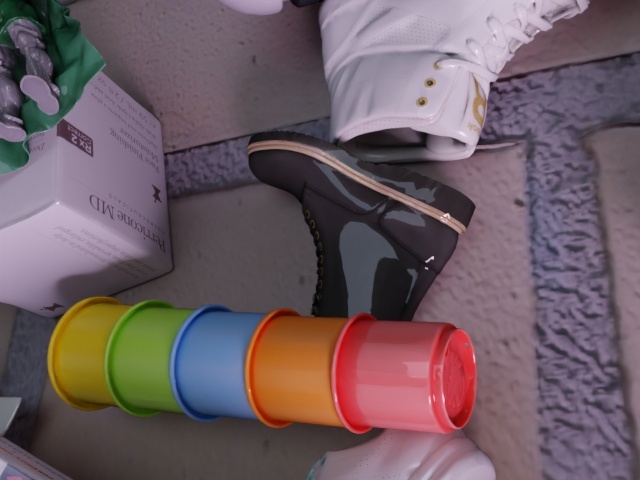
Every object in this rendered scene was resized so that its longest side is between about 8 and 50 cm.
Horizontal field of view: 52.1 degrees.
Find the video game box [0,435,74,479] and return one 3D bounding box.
[{"bbox_3d":[-0.240,0.249,0.443,0.187,0.048,0.205,22,79,19],"label":"video game box"}]

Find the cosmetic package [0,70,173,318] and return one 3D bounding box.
[{"bbox_3d":[-0.245,-0.051,0.601,0.152,0.151,0.183,-22,60,16],"label":"cosmetic package"}]

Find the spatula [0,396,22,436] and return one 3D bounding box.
[{"bbox_3d":[-0.374,0.223,0.594,0.242,0.019,0.168,-9,58,33],"label":"spatula"}]

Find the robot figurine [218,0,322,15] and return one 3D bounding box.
[{"bbox_3d":[0.008,-0.301,0.550,0.278,0.209,0.173,-20,62,-3],"label":"robot figurine"}]

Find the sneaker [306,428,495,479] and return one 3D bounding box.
[{"bbox_3d":[0.008,0.188,0.420,0.212,0.080,0.094,-42,44,-4],"label":"sneaker"}]

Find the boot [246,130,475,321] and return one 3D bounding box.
[{"bbox_3d":[0.000,0.000,0.504,0.198,0.077,0.137,21,84,34],"label":"boot"}]

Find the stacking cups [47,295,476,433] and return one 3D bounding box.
[{"bbox_3d":[-0.049,0.089,0.463,0.316,0.096,0.095,-1,67,30],"label":"stacking cups"}]

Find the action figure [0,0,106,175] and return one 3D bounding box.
[{"bbox_3d":[-0.255,-0.173,0.539,0.137,0.063,0.232,-35,53,10],"label":"action figure"}]

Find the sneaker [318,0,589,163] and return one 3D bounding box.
[{"bbox_3d":[0.132,-0.145,0.487,0.293,0.108,0.169,-16,63,31],"label":"sneaker"}]
